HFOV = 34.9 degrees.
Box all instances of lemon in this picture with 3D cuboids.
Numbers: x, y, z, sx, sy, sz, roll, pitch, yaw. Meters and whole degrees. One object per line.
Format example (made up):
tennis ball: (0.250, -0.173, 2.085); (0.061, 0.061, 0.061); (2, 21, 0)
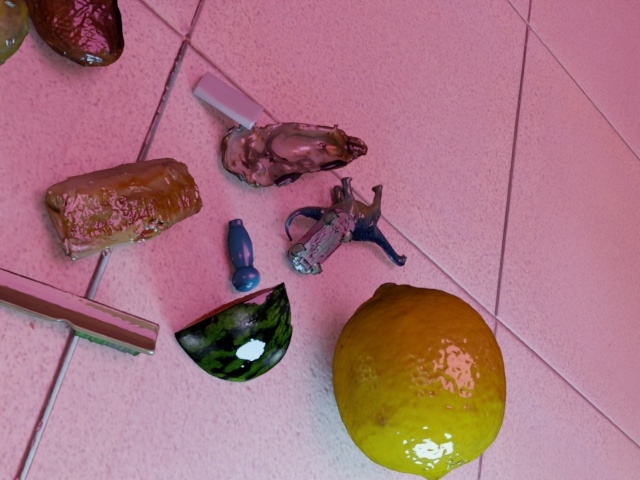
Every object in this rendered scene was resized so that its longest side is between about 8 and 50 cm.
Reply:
lemon: (0.176, 0.248, 1.808); (0.336, 0.336, 0.336); (23, 58, -43)

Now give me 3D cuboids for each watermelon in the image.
watermelon: (-0.123, 0.166, 1.651); (0.137, 0.192, 0.145); (-157, -136, -81)

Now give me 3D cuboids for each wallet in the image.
wallet: (-0.163, -0.249, 1.808); (0.122, 0.025, 0.061); (32, 49, -6)

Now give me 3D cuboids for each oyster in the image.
oyster: (-0.046, -0.158, 1.897); (0.344, 0.078, 0.129); (-9, 67, -41)

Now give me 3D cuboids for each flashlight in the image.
flashlight: (-0.136, 0.025, 1.743); (0.051, 0.051, 0.129); (3, 69, -49)

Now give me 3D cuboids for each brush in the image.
brush: (-0.359, 0.103, 1.449); (0.282, 0.048, 0.054); (25, 54, -33)

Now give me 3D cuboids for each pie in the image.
pie: (-0.303, -0.053, 1.558); (0.282, 0.068, 0.129); (-23, 92, -51)

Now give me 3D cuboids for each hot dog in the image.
hot dog: (-0.375, -0.374, 1.585); (0.160, 0.099, 0.227); (-2, 78, -50)

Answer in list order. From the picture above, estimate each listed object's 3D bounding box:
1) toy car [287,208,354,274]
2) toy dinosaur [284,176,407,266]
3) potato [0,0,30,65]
toy car: (0.000, 0.000, 1.865); (0.142, 0.055, 0.069); (-45, 128, -4)
toy dinosaur: (0.059, -0.049, 1.984); (0.362, 0.076, 0.147); (17, 66, -48)
potato: (-0.524, -0.348, 1.360); (0.298, 0.141, 0.176); (35, 61, -38)
